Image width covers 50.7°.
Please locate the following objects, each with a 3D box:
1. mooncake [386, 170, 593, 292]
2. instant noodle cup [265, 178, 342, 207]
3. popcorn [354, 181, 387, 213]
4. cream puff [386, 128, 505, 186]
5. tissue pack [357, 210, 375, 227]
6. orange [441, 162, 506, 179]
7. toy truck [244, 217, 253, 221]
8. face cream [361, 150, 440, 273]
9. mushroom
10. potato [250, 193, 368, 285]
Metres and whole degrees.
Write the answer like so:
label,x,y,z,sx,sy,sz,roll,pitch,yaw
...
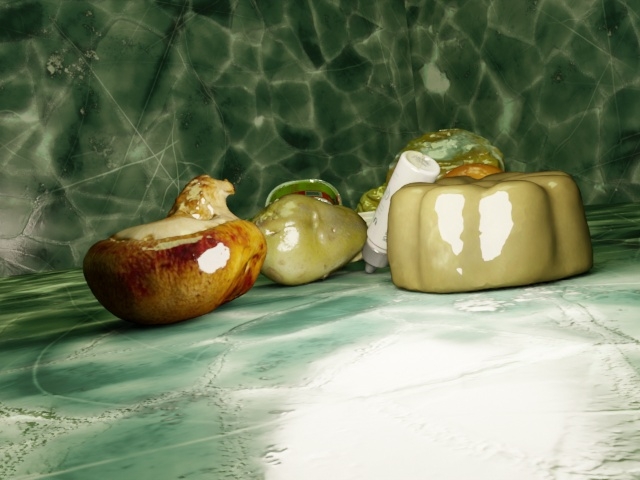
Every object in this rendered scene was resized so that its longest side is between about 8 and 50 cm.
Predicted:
label,x,y,z,sx,sy,sz,roll,pitch,yaw
mooncake,0.304,-0.027,1.257,0.378,0.201,0.378,-8,4,0
instant noodle cup,-0.050,-0.054,2.194,0.293,0.294,0.308,-7,10,0
popcorn,0.226,-0.082,2.261,0.195,0.255,0.256,45,0,40
cream puff,0.371,-0.159,2.053,0.378,0.276,0.378,-10,30,6
tissue pack,0.000,0.000,1.972,0.325,0.071,0.170,-7,-31,-5
orange,0.409,-0.088,1.767,0.239,0.240,0.240,-7,3,0
toy truck,-0.289,0.025,2.287,0.187,0.148,0.210,-7,23,35
face cream,0.162,-0.047,1.496,0.092,0.311,0.092,15,36,-11
mushroom,-0.266,0.012,1.238,0.345,0.260,0.345,-7,2,0
potato,-0.020,-0.006,1.580,0.350,0.203,0.218,-1,9,-33
